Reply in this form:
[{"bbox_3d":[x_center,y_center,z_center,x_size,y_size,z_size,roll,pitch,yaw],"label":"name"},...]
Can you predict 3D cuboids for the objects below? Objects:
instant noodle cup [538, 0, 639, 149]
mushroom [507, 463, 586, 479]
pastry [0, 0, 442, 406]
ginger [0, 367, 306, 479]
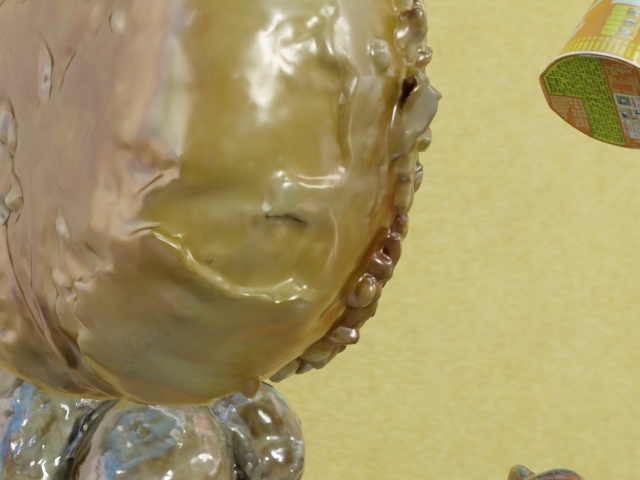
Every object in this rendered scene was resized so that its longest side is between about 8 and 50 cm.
[{"bbox_3d":[0.352,-0.222,1.958,0.168,0.168,0.185,38,61,-20],"label":"instant noodle cup"},{"bbox_3d":[0.194,0.257,1.659,0.080,0.135,0.170,65,21,1],"label":"mushroom"},{"bbox_3d":[-0.057,-0.062,0.812,0.184,0.315,0.285,3,74,-33],"label":"pastry"},{"bbox_3d":[-0.168,0.190,1.497,0.244,0.304,0.155,-56,146,-42],"label":"ginger"}]
